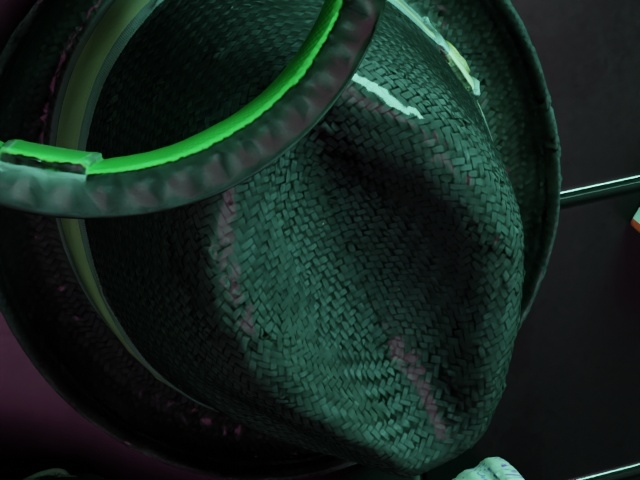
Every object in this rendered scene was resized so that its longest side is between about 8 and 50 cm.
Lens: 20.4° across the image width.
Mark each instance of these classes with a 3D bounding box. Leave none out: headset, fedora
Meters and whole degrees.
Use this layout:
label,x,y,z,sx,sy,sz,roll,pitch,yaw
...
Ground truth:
label,x,y,z,sx,sy,sz,roll,pitch,yaw
headset,-0.078,-0.209,0.702,0.243,0.185,0.394,10,103,-4
fedora,0.000,0.000,0.844,0.334,0.152,0.334,-8,115,-17

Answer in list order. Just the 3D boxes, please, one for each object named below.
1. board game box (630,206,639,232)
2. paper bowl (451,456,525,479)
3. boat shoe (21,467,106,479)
label,x,y,z,sx,sy,sz,roll,pitch,yaw
board game box,0.291,-0.027,0.997,0.193,0.045,0.147,25,102,-26
paper bowl,0.107,0.267,0.922,0.148,0.284,0.284,-30,118,-4
boat shoe,-0.133,0.167,0.905,0.301,0.102,0.108,20,133,-23
